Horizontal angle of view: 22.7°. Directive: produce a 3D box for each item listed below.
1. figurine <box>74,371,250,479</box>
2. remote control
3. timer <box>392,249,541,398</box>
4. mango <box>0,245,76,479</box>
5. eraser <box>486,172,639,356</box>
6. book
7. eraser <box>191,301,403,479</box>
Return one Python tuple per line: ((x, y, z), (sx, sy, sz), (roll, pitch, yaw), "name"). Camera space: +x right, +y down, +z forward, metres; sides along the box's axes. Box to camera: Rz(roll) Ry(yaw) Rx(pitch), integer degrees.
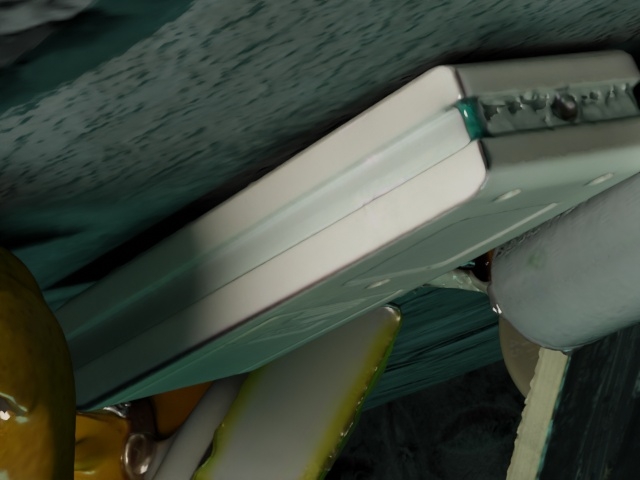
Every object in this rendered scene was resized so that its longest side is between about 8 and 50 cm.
((-0.132, 0.127, 1.098), (0.250, 0.141, 0.166), (-56, 171, -48), "figurine")
((0.000, 0.000, 0.649), (0.103, 0.055, 0.277), (-11, 166, -43), "remote control")
((0.162, 0.034, 1.017), (0.175, 0.175, 0.266), (-22, 155, 22), "timer")
((-0.153, 0.102, 0.548), (0.166, 0.136, 0.236), (-36, 154, -59), "mango")
((0.181, -0.031, 0.681), (0.174, 0.081, 0.227), (-34, 178, -19), "eraser")
((0.270, 0.038, 0.992), (0.374, 0.262, 0.028), (-11, -147, -38), "book")
((-0.012, 0.107, 1.000), (0.158, 0.069, 0.226), (-63, 175, -7), "eraser")
